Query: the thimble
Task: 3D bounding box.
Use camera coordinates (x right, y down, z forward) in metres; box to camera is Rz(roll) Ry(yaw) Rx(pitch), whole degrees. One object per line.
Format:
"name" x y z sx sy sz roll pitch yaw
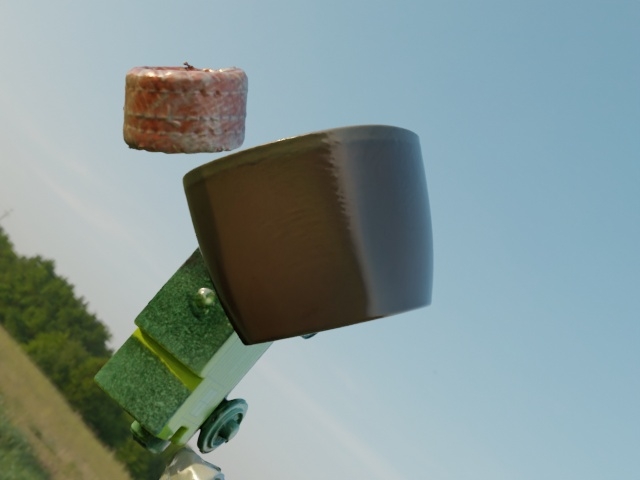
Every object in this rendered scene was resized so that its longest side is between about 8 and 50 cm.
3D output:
"thimble" -0.255 -0.257 1.593 0.239 0.239 0.162 21 -66 54

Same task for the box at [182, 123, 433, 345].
"box" 0.000 0.000 0.997 0.301 0.301 0.216 148 -68 -72

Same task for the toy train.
"toy train" -0.139 0.129 1.245 0.179 0.442 0.272 36 -11 21

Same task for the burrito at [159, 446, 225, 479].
"burrito" -0.225 0.509 1.123 0.139 0.445 0.101 15 -8 37
